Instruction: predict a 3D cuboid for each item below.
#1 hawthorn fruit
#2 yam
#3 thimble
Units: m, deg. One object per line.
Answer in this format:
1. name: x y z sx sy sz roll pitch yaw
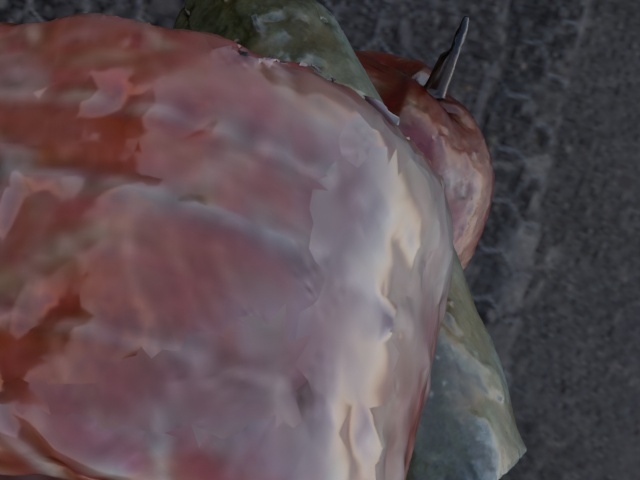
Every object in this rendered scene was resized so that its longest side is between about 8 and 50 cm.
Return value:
1. hawthorn fruit: 0.029 -0.068 1.217 0.254 0.254 0.300 16 116 -33
2. yam: 0.000 0.000 0.786 0.133 0.133 0.330 -12 70 -26
3. thimble: -0.077 0.042 0.526 0.239 0.239 0.162 31 57 -33
